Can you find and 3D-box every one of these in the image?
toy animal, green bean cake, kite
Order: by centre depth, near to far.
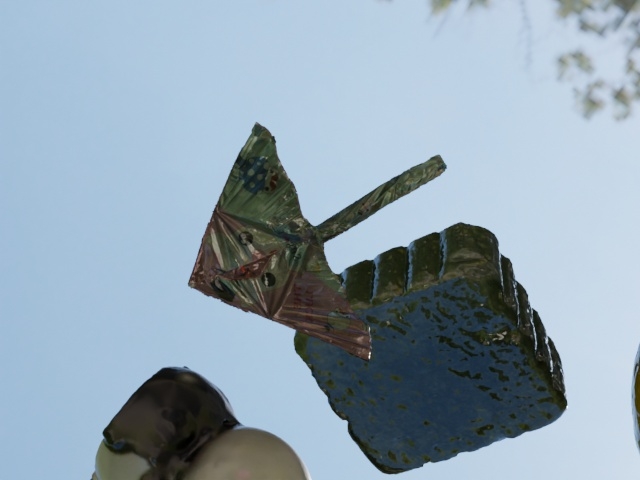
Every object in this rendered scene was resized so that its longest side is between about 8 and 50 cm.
[{"bbox_3d":[0.000,0.000,0.873,0.137,0.152,0.005,65,-158,-14],"label":"kite"},{"bbox_3d":[0.091,0.091,1.443,0.183,0.185,0.094,57,-160,-29],"label":"green bean cake"},{"bbox_3d":[-0.118,0.256,1.851,0.235,0.187,0.165,42,-124,15],"label":"toy animal"}]

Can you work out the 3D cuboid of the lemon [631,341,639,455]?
[{"bbox_3d":[0.371,0.118,1.303,0.260,0.284,0.260,24,-129,-32],"label":"lemon"}]
